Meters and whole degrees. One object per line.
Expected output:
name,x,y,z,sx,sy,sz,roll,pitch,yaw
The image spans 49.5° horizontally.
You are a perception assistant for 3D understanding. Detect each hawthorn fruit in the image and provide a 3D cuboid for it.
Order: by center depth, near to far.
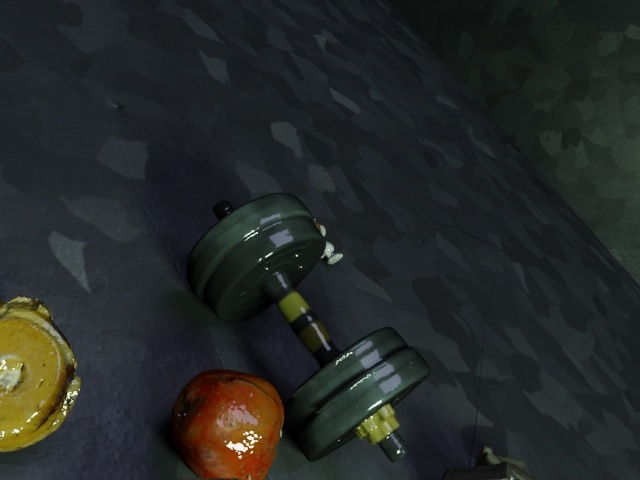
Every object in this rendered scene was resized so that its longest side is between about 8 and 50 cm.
hawthorn fruit,-0.096,0.194,0.715,0.128,0.128,0.128,30,32,-21

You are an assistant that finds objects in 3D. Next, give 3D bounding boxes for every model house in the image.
model house,0.240,0.358,0.895,0.188,0.122,0.229,39,13,21

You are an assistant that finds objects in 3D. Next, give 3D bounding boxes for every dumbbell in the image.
dumbbell,-0.020,0.102,0.852,0.185,0.185,0.388,-9,57,-54

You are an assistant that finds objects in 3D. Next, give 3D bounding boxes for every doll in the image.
doll,-0.002,0.001,1.149,0.058,0.040,0.085,22,33,-49

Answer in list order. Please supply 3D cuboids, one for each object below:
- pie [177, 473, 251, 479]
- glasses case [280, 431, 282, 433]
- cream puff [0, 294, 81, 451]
pie,-0.110,0.277,0.537,0.084,0.178,0.205,50,26,-23
glasses case,-0.076,0.201,0.816,0.083,0.021,0.032,52,33,17
cream puff,-0.275,0.117,0.606,0.119,0.104,0.133,-5,66,-25
